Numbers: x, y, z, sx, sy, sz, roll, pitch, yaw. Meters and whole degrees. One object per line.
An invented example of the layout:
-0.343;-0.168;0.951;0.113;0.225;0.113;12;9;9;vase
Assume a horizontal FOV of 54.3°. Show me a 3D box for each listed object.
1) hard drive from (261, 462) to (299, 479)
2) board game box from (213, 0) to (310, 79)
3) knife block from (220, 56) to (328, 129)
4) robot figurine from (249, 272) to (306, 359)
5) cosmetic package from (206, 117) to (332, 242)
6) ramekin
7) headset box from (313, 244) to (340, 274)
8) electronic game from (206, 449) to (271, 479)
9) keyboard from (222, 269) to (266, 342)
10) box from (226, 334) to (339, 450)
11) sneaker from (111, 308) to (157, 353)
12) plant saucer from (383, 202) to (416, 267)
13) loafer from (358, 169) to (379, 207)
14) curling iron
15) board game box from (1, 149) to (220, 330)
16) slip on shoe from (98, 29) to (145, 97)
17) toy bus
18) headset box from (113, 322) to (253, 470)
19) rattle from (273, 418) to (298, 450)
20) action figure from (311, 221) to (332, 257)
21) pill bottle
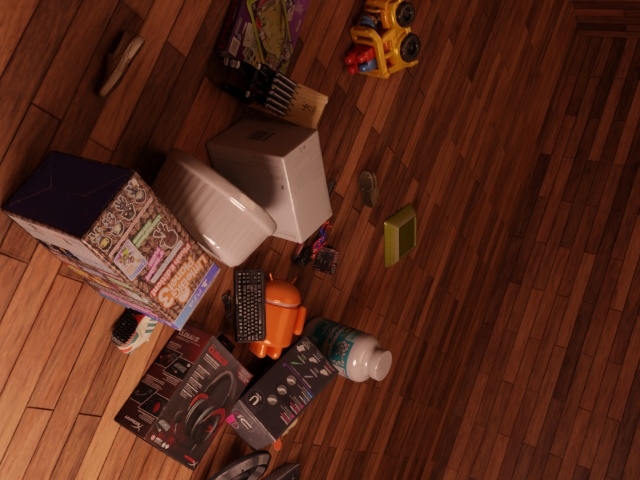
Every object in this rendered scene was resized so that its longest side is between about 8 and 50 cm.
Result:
-0.159;0.796;1.891;0.255;0.054;0.172;-23;122;-50;hard drive
-0.112;-0.542;1.430;0.208;0.056;0.347;25;82;-52;board game box
-0.115;-0.331;1.423;0.276;0.242;0.088;-138;-109;-78;knife block
-0.122;0.197;1.637;0.128;0.158;0.219;-4;107;-83;robot figurine
-0.113;-0.138;1.425;0.138;0.224;0.224;-45;137;-38;cosmetic package
-0.230;-0.056;1.266;0.127;0.273;0.273;-54;143;-8;ramekin
0.020;0.054;1.848;0.032;0.062;0.083;8;97;-57;headset box
-0.230;0.628;1.645;0.229;0.048;0.229;-28;151;-17;electronic game
-0.191;0.164;1.555;0.023;0.108;0.180;172;-83;-80;keyboard
-0.107;0.403;1.657;0.270;0.143;0.165;-41;177;-37;box
-0.376;0.172;1.330;0.161;0.057;0.075;-55;159;-30;sneaker
0.295;-0.014;2.242;0.188;0.045;0.188;-34;130;-45;plant saucer
0.156;-0.170;1.969;0.050;0.056;0.148;-51;150;-32;loafer
-0.016;-0.051;1.778;0.068;0.035;0.274;31;77;-60;curling iron
-0.361;0.002;1.110;0.141;0.232;0.291;-59;144;-23;board game box
-0.372;-0.324;1.139;0.041;0.051;0.135;32;82;-15;slip on shoe
0.152;-0.563;1.743;0.211;0.149;0.220;-35;130;-23;toy bus
-0.299;0.349;1.451;0.293;0.110;0.218;-58;143;-24;headset box
-0.138;0.505;1.828;0.130;0.143;0.199;-20;142;-15;rattle
0.000;0.000;1.830;0.115;0.030;0.038;-62;150;-15;action figure
0.077;0.330;1.858;0.146;0.264;0.146;-27;124;-49;pill bottle
